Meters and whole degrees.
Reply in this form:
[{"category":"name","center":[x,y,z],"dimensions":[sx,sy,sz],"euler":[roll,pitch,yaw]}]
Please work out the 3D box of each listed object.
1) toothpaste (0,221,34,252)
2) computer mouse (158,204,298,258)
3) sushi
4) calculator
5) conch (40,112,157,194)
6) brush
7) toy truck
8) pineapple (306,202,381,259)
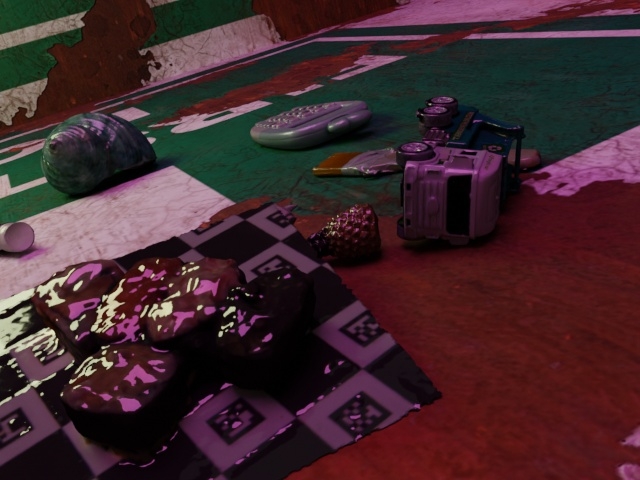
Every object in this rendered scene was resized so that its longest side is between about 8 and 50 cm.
[{"category":"toothpaste","center":[-0.511,-0.003,1.096],"dimensions":[0.193,0.045,0.071],"euler":[0,26,47]},{"category":"computer mouse","center":[-0.097,0.011,0.751],"dimensions":[0.182,0.056,0.089],"euler":[-26,6,-19]},{"category":"sushi","center":[-0.126,0.061,0.547],"dimensions":[0.320,0.068,0.339],"euler":[-21,35,-15]},{"category":"calculator","center":[-0.017,-0.210,1.266],"dimensions":[0.184,0.042,0.295],"euler":[-27,22,-26]},{"category":"conch","center":[-0.432,-0.168,1.310],"dimensions":[0.196,0.134,0.202],"euler":[-9,22,20]},{"category":"brush","center":[0.134,-0.107,0.939],"dimensions":[0.336,0.020,0.085],"euler":[4,28,39]},{"category":"toy truck","center":[0.156,-0.079,0.749],"dimensions":[0.116,0.110,0.216],"euler":[5,27,19]},{"category":"pineapple","center":[0.000,0.000,0.724],"dimensions":[0.124,0.058,0.058],"euler":[-13,22,9]}]
